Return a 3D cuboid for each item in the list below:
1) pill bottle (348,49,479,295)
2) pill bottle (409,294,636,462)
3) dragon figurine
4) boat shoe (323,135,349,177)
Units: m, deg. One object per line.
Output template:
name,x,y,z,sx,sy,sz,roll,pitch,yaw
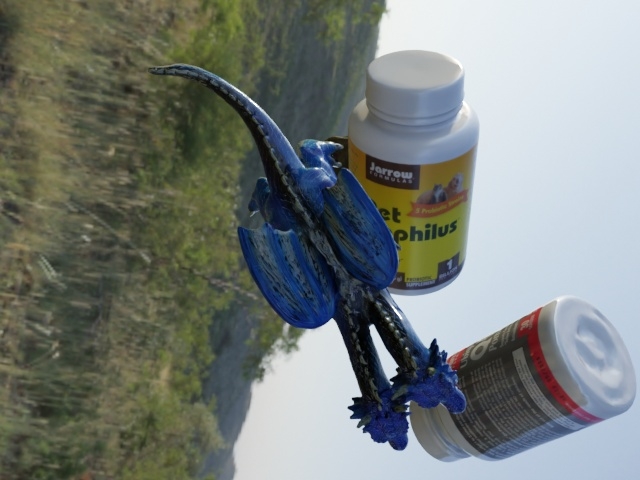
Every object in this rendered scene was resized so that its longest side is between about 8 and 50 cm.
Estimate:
pill bottle,0.084,-0.060,0.681,0.117,0.117,0.215,-84,173,-52
pill bottle,0.283,0.224,1.089,0.318,0.176,0.176,-40,-148,41
dragon figurine,0.000,0.000,0.471,0.289,0.085,0.144,58,6,-19
boat shoe,0.057,-0.100,0.932,0.223,0.073,0.080,164,-73,-64
